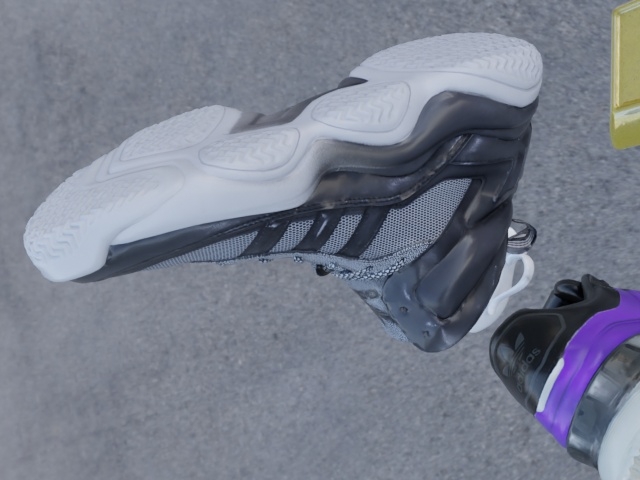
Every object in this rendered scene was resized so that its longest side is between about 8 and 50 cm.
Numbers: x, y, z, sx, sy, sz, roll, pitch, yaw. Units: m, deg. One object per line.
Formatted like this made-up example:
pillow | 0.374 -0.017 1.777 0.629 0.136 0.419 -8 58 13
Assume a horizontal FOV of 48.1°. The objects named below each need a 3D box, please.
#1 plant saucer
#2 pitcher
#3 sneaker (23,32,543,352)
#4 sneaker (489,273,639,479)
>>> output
plant saucer | 0.696 -0.376 1.406 0.333 0.081 0.332 -12 69 57
pitcher | 0.329 0.087 1.399 0.177 0.126 0.207 -110 42 -61
sneaker | 0.000 0.000 0.375 0.101 0.269 0.153 -128 19 -61
sneaker | 0.222 0.072 0.480 0.146 0.293 0.102 33 111 44
